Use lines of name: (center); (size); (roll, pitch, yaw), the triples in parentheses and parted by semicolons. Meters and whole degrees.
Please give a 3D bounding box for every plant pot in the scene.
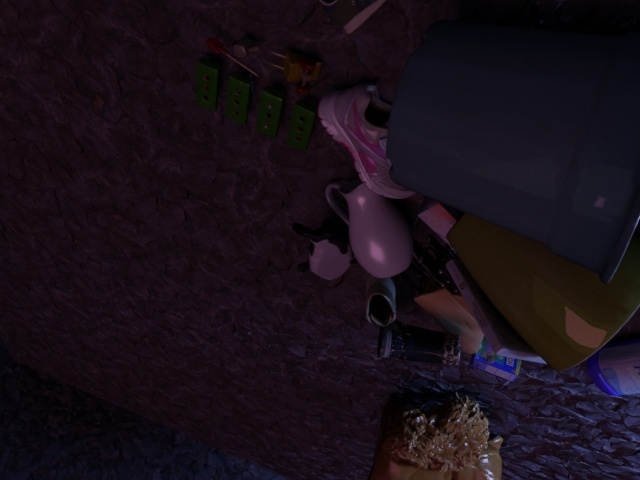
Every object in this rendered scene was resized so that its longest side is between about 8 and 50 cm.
plant pot: (0.294, -0.153, 0.865); (0.334, 0.341, 0.341); (20, 143, 23)
plant pot: (0.380, 0.031, 1.081); (0.294, 0.275, 0.274); (38, 143, 7)

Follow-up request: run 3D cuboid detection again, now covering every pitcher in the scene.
pitcher: (0.097, -0.033, 1.263); (0.178, 0.126, 0.207); (3, 119, 54)

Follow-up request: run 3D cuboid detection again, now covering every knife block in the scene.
knife block: (0.267, 0.118, 1.364); (0.242, 0.088, 0.275); (16, 141, 15)

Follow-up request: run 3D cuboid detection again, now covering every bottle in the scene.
bottle: (0.702, 0.250, 1.248); (0.118, 0.092, 0.283); (44, 139, -19)

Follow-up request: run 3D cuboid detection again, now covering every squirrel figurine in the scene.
squirrel figurine: (0.352, 0.613, 1.746); (0.371, 0.280, 0.396); (15, 144, 5)

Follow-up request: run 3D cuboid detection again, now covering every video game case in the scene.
video game case: (0.359, 0.140, 1.177); (0.227, 0.206, 0.026); (16, 129, -40)

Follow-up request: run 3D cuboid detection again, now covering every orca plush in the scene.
orca plush: (0.000, 0.000, 1.366); (0.151, 0.102, 0.287); (-21, 157, 16)

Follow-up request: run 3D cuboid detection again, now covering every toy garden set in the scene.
toy garden set: (-0.113, -0.297, 1.147); (0.244, 0.049, 0.203); (25, 144, 5)

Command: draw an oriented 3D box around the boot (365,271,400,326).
boot: (0.141, 0.134, 1.387); (0.077, 0.165, 0.213); (-6, 133, 10)

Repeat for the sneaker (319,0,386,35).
sneaker: (0.066, -0.392, 0.910); (0.086, 0.064, 0.192); (36, 145, -18)

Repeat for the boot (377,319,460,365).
boot: (0.223, 0.232, 1.391); (0.179, 0.085, 0.236); (6, -178, 8)

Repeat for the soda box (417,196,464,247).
soda box: (0.281, -0.023, 1.215); (0.183, 0.058, 0.063); (41, 140, -16)

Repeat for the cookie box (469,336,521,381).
cookie box: (0.420, 0.270, 1.444); (0.107, 0.091, 0.040); (20, 145, 9)

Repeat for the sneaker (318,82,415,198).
sneaker: (0.110, -0.178, 1.103); (0.111, 0.103, 0.252); (-18, 124, 45)
